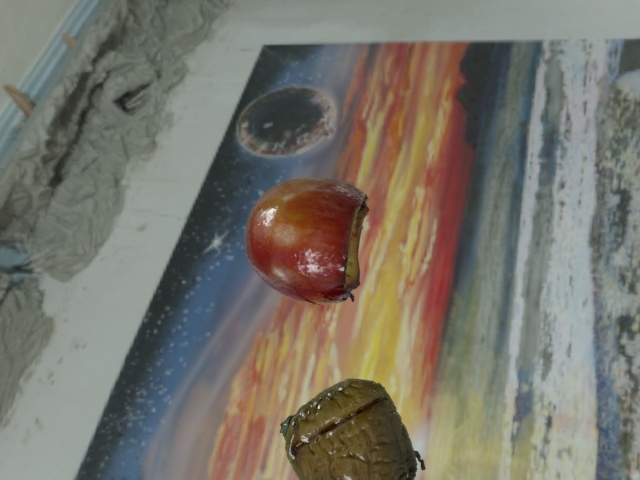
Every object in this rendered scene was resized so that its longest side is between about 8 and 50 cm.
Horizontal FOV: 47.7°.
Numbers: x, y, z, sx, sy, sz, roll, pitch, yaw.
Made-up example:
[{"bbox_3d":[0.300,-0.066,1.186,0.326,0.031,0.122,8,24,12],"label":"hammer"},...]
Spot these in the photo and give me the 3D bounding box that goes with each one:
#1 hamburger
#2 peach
[{"bbox_3d":[0.048,0.321,1.086,0.206,0.183,0.130,60,-174,4],"label":"hamburger"},{"bbox_3d":[0.000,0.000,1.024,0.190,0.226,0.196,-46,-63,-22],"label":"peach"}]
